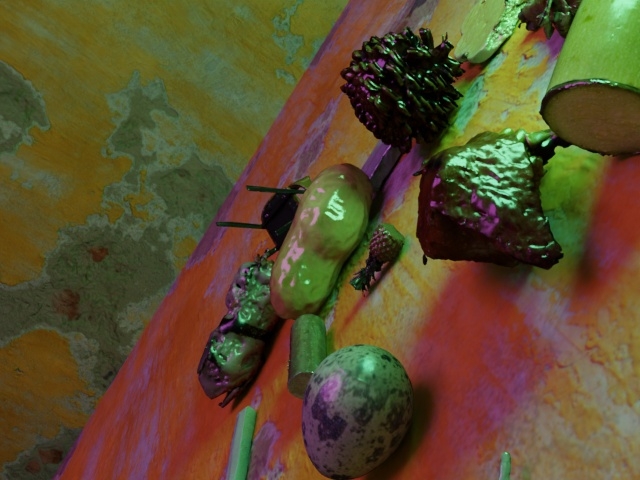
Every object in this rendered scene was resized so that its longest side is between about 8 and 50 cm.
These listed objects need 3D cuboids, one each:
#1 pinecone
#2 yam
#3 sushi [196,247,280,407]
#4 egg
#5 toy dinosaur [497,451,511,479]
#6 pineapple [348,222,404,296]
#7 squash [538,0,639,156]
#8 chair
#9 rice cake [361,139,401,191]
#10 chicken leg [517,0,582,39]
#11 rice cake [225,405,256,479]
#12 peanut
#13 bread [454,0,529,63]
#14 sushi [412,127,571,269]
[{"bbox_3d":[0.151,-0.268,1.352,0.221,0.221,0.221,-53,17,23],"label":"pinecone"},{"bbox_3d":[-0.021,0.193,1.280,0.068,0.068,0.169,-53,16,21],"label":"yam"},{"bbox_3d":[-0.162,0.181,1.619,0.332,0.130,0.124,-64,16,-14],"label":"sushi"},{"bbox_3d":[0.041,0.209,0.936,0.132,0.132,0.172,-128,57,-73],"label":"egg"},{"bbox_3d":[0.088,0.354,0.615,0.383,0.076,0.129,-55,-10,-9],"label":"toy dinosaur"},{"bbox_3d":[0.086,0.032,1.262,0.124,0.058,0.058,-55,16,22],"label":"pineapple"},{"bbox_3d":[0.330,-0.222,0.821,0.132,0.132,0.247,-25,38,64],"label":"squash"},{"bbox_3d":[-0.089,-0.054,1.798,0.246,0.172,0.159,-13,-25,-45],"label":"chair"},{"bbox_3d":[0.146,-0.200,1.524,0.226,0.040,0.085,-59,15,3],"label":"rice cake"},{"bbox_3d":[0.345,-0.362,1.138,0.196,0.080,0.125,-100,30,-68],"label":"chicken leg"},{"bbox_3d":[-0.146,0.376,1.399,0.042,0.030,0.180,-45,20,27],"label":"rice cake"},{"bbox_3d":[0.000,0.000,1.438,0.319,0.147,0.147,-63,16,-10],"label":"peanut"},{"bbox_3d":[0.324,-0.425,1.384,0.251,0.039,0.182,-58,15,6],"label":"bread"},{"bbox_3d":[0.199,-0.052,0.903,0.296,0.179,0.167,22,-111,-88],"label":"sushi"}]
